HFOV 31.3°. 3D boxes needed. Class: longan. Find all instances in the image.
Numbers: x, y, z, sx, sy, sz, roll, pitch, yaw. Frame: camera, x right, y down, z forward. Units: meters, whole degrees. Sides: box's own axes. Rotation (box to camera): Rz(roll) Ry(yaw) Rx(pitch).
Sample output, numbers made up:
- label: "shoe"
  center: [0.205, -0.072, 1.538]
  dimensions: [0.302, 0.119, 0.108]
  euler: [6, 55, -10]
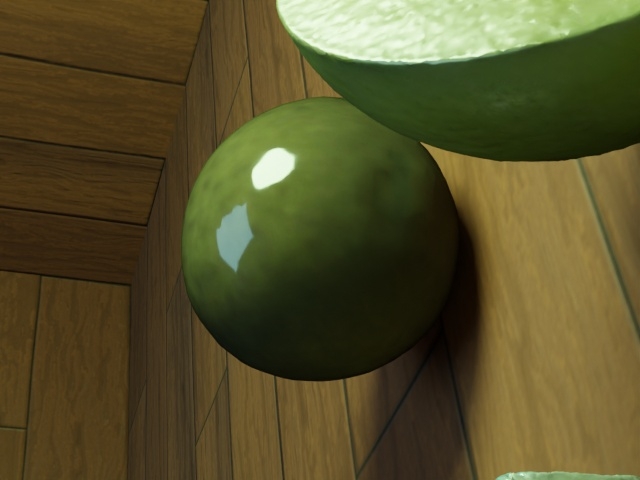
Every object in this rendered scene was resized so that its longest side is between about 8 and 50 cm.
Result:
- label: "longan"
  center: [0.000, 0.000, 1.001]
  dimensions: [0.258, 0.258, 0.258]
  euler: [-173, 90, -74]

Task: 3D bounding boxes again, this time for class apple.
- label: "apple"
  center: [0.140, -0.178, 0.613]
  dimensions: [0.258, 0.233, 0.295]
  euler: [32, 104, 51]

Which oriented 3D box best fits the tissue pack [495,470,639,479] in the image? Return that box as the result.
- label: "tissue pack"
  center: [0.123, 0.285, 0.663]
  dimensions: [0.201, 0.124, 0.271]
  euler: [-96, 20, -49]
